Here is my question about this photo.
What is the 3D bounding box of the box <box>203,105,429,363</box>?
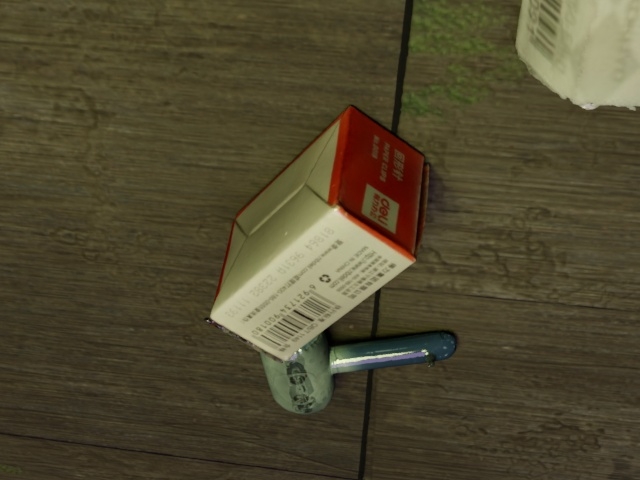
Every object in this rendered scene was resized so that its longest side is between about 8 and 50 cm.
[{"bbox_3d":[0.000,0.000,0.885,0.099,0.133,0.182,33,129,-20],"label":"box"}]

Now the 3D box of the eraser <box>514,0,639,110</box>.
[{"bbox_3d":[0.244,-0.256,0.622,0.213,0.082,0.397,3,135,5],"label":"eraser"}]

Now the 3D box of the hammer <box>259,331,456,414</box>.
[{"bbox_3d":[0.039,0.114,1.044,0.193,0.069,0.116,-7,132,6],"label":"hammer"}]
